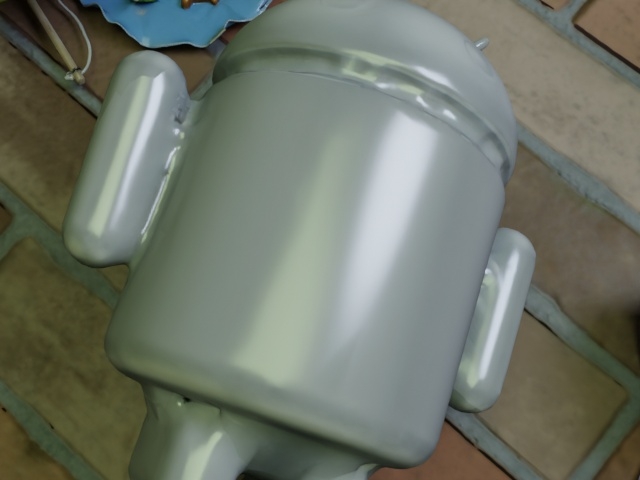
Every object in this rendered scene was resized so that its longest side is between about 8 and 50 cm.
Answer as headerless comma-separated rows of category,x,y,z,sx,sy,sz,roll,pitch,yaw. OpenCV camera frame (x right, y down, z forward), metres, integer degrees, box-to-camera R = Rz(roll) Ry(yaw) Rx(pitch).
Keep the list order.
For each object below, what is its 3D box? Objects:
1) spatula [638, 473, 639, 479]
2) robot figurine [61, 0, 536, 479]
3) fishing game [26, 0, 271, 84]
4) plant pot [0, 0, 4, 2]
spatula,0.359,0.201,0.497,0.296,0.030,0.084,28,70,8
robot figurine,0.000,0.000,0.470,0.299,0.199,0.354,26,74,-21
fishing game,-0.117,-0.240,0.625,0.264,0.041,0.189,-31,73,-8
plant pot,-0.202,-0.335,0.537,0.207,0.228,0.227,-18,55,-10
